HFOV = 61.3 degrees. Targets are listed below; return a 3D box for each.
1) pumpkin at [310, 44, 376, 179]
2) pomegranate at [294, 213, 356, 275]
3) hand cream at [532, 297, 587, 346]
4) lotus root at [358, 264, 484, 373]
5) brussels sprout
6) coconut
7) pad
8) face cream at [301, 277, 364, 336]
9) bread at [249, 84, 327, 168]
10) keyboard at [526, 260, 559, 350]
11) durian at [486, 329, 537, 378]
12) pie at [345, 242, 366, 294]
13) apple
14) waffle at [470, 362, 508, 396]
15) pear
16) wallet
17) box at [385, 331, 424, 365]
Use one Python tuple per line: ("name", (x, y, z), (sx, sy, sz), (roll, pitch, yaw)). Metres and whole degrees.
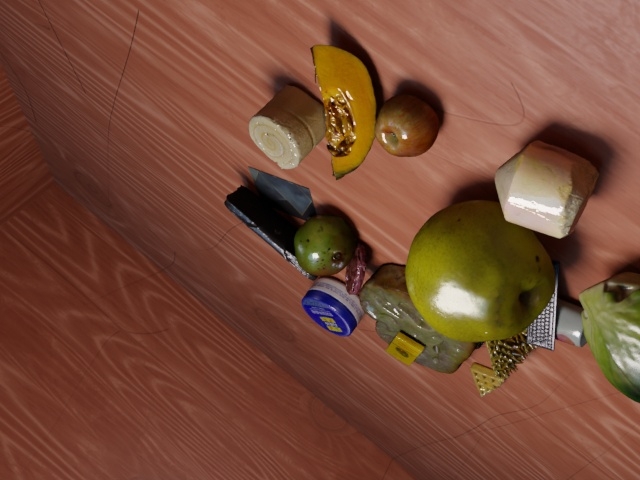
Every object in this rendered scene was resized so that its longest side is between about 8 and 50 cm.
("pumpkin", (0.052, -0.275, 1.126), (0.163, 0.111, 0.278), (-102, 0, -67))
("pomegranate", (0.000, 0.000, 1.526), (0.209, 0.180, 0.180), (52, 169, 48))
("hand cream", (0.470, 0.155, 1.218), (0.341, 0.078, 0.124), (19, 118, 37))
("lotus root", (0.294, 0.232, 1.547), (0.375, 0.111, 0.390), (-3, 130, 50))
("brussels sprout", (0.594, 0.170, 0.959), (0.271, 0.210, 0.219), (49, 152, 20))
("coconut", (0.372, -0.089, 0.915), (0.153, 0.147, 0.147), (28, 151, 28))
("pad", (-0.111, -0.133, 1.633), (0.243, 0.004, 0.163), (23, 148, 32))
("face cream", (0.047, 0.223, 1.843), (0.206, 0.111, 0.206), (31, 153, 18))
("bread", (-0.068, -0.262, 1.234), (0.148, 0.141, 0.134), (45, 149, -11))
("keyboard", (0.474, 0.137, 1.158), (0.067, 0.011, 0.202), (13, 113, 47))
("durian", (0.462, 0.256, 1.368), (0.252, 0.144, 0.139), (54, 173, -34))
("pie", (0.102, 0.083, 1.549), (0.038, 0.153, 0.153), (8, 154, -10))
("apple", (0.164, -0.215, 1.038), (0.126, 0.102, 0.126), (32, 153, 19))
("waffle", (0.530, 0.450, 1.648), (0.125, 0.032, 0.191), (11, 143, 41))
("pear", (0.308, 0.059, 1.091), (0.294, 0.294, 0.294), (31, 152, 19))
("wallet", (-0.128, -0.028, 1.648), (0.377, 0.197, 0.051), (40, 109, 1))
("box", (0.249, 0.324, 1.608), (0.087, 0.023, 0.155), (28, 153, 8))
